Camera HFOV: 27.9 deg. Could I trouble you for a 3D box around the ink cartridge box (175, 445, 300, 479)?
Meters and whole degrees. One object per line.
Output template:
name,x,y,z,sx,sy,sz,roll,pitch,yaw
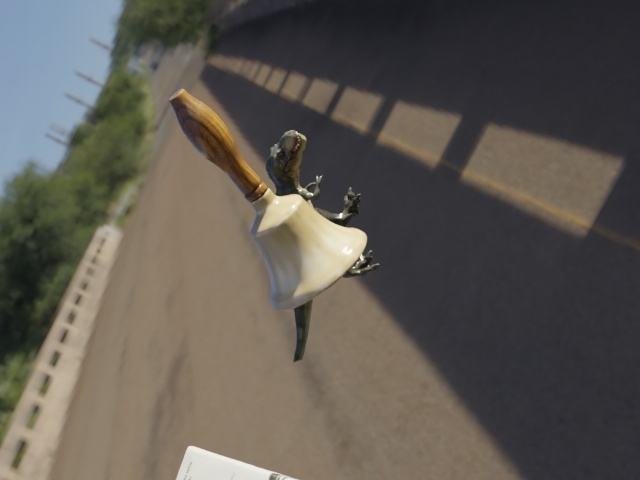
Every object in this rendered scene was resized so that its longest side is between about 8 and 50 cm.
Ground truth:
ink cartridge box,0.000,0.237,0.996,0.203,0.148,0.086,10,74,34

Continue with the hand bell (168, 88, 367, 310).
hand bell,-0.073,-0.057,1.327,0.126,0.242,0.126,-35,17,12

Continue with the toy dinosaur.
toy dinosaur,0.000,0.000,1.520,0.064,0.118,0.268,7,106,63
